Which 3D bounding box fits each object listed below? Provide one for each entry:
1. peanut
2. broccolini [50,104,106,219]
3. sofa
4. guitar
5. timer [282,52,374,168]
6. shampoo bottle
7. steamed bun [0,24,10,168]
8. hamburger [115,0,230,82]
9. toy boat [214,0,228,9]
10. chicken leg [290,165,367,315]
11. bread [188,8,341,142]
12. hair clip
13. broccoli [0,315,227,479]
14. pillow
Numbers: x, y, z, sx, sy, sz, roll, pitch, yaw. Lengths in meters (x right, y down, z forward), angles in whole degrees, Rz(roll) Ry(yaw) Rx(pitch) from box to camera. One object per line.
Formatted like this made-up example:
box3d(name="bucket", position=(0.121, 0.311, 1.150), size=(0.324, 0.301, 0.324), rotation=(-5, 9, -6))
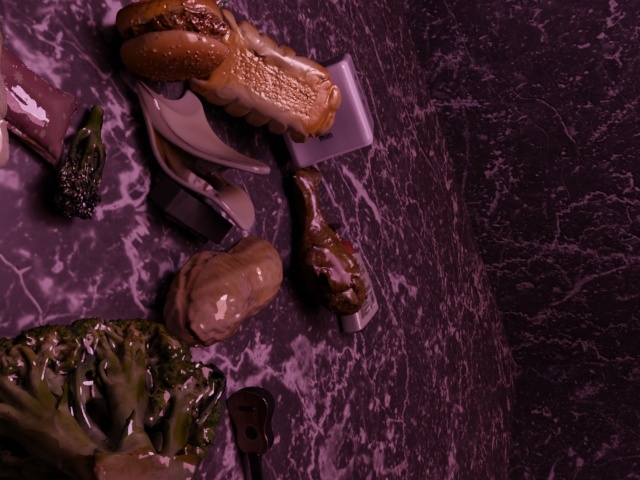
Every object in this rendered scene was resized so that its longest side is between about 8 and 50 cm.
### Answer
box3d(name="peanut", position=(-0.159, 0.080, 1.039), size=(0.313, 0.149, 0.149), rotation=(-29, 106, -61))
box3d(name="broccolini", position=(-0.330, -0.121, 0.852), size=(0.091, 0.068, 0.202), rotation=(66, 26, -57))
box3d(name="sofa", position=(-0.232, -0.051, 1.036), size=(0.060, 0.085, 0.147), rotation=(-52, 142, 0))
box3d(name="guitar", position=(-0.115, 0.402, 1.077), size=(0.038, 0.084, 0.271), rotation=(-11, 96, -64))
box3d(name="timer", position=(0.006, -0.306, 1.388), size=(0.192, 0.194, 0.195), rotation=(-76, 146, -66))
box3d(name="shampoo bottle", position=(0.067, 0.082, 1.534), size=(0.153, 0.071, 0.284), rotation=(-35, 109, -58))
box3d(name="steamed bun", position=(-0.429, -0.205, 0.549), size=(0.268, 0.207, 0.280), rotation=(107, -32, -60))
box3d(name="hamburger", position=(-0.237, -0.330, 0.980), size=(0.182, 0.191, 0.118), rotation=(-33, 111, -68))
box3d(name="toy boat", position=(-0.204, -0.537, 1.224), size=(0.099, 0.108, 0.293), rotation=(96, 12, -51))
box3d(name="chicken leg", position=(-0.006, 0.011, 1.363), size=(0.211, 0.140, 0.361), rotation=(-50, 115, -81))
box3d(name="bread", position=(-0.108, -0.312, 1.195), size=(0.311, 0.121, 0.172), rotation=(24, 92, -26))
box3d(name="hair clip", position=(-0.202, -0.148, 1.045), size=(0.282, 0.113, 0.172), rotation=(40, 18, 9))
box3d(name="broccoli", position=(-0.250, 0.241, 0.659), size=(0.321, 0.283, 0.303), rotation=(8, 86, -33))
box3d(name="pillow", position=(-0.399, -0.192, 0.782), size=(0.185, 0.043, 0.118), rotation=(43, 47, -48))
